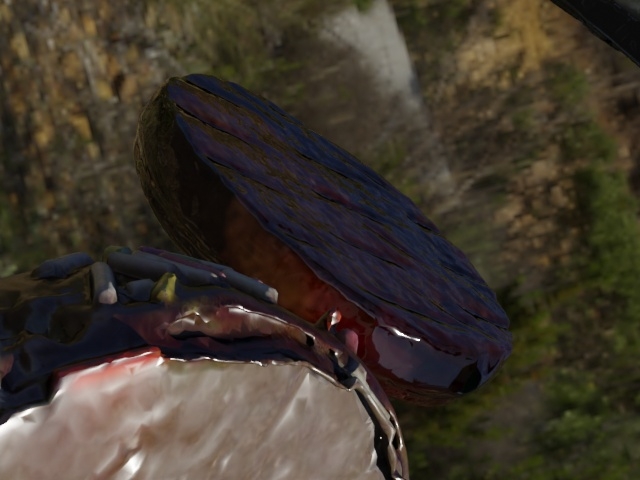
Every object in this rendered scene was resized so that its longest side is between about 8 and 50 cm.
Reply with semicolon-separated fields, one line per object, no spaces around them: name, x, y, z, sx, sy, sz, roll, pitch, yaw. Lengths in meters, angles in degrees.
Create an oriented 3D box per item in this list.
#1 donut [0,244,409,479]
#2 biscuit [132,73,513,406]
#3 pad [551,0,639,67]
donut;-0.110;0.127;0.584;0.136;0.345;0.259;29;-61;44
biscuit;0.000;0.000;1.268;0.407;0.091;0.407;34;16;-11
pad;0.313;-0.266;1.324;0.233;0.174;0.022;41;0;17
